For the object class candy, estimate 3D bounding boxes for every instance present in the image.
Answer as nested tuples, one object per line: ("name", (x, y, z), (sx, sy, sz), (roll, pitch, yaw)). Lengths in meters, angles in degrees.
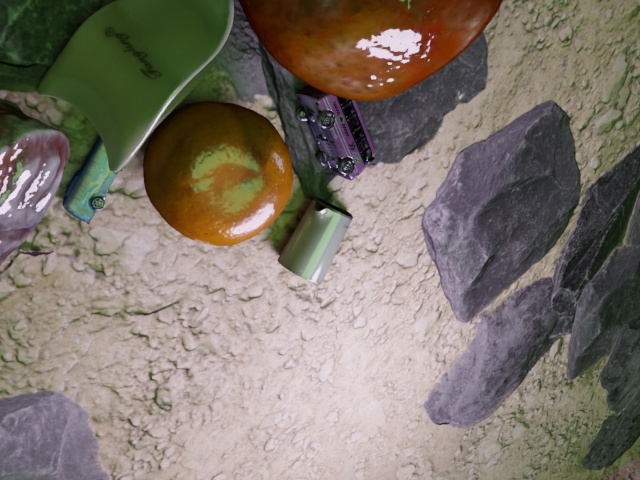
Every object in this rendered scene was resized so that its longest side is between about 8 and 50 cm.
("candy", (-0.462, -0.055, 0.758), (0.157, 0.214, 0.289), (37, 90, 0))

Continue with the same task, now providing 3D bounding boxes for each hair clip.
("hair clip", (-0.240, -0.254, 0.822), (0.282, 0.113, 0.172), (-42, 87, -17))

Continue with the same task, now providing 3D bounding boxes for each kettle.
("kettle", (0.002, 0.002, 1.146), (0.127, 0.098, 0.148), (24, 97, -33))

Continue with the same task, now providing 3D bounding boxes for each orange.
("orange", (-0.163, -0.110, 0.935), (0.240, 0.171, 0.240), (-11, 118, -22))

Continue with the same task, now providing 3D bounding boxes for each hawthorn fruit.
("hawthorn fruit", (0.092, -0.389, 0.807), (0.403, 0.403, 0.402), (-15, 121, -25))

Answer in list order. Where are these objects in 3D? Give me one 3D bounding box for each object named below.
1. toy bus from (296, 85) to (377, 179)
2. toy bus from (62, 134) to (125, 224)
("toy bus", (0.034, -0.204, 1.061), (0.098, 0.087, 0.178), (-39, 127, -17))
("toy bus", (-0.344, -0.103, 0.906), (0.061, 0.051, 0.153), (30, 98, -26))
